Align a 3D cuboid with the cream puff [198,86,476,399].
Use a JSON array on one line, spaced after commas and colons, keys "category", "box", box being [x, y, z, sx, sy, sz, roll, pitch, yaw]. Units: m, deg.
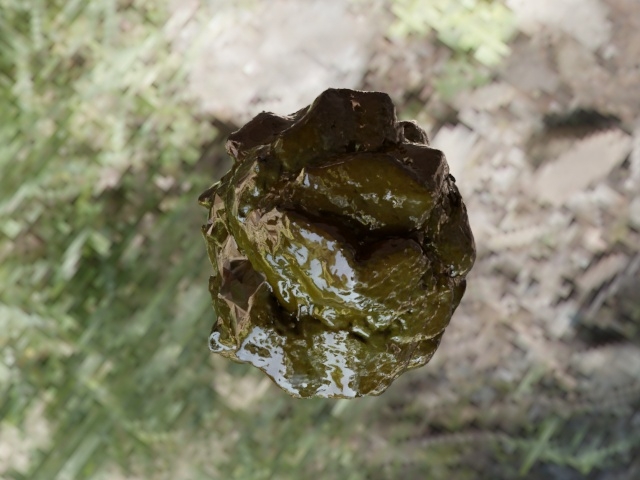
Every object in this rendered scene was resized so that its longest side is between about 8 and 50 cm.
[{"category": "cream puff", "box": [0.000, 0.000, 0.700, 0.094, 0.116, 0.122, 6, 170, -42]}]
